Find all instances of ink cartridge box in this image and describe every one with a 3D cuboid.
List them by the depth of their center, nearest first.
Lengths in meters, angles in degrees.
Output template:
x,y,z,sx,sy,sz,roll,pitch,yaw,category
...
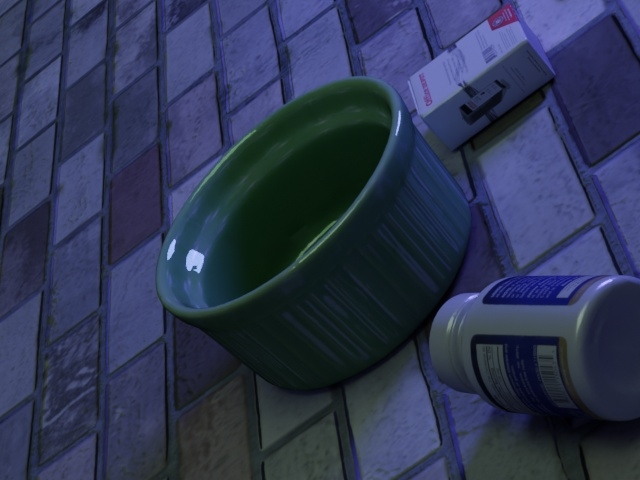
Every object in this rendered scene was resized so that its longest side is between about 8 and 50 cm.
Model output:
x,y,z,sx,sy,sz,roll,pitch,yaw,category
0.165,-0.168,1.877,0.135,0.056,0.099,-36,28,15,ink cartridge box

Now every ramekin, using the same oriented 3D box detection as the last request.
x,y,z,sx,sy,sz,roll,pitch,yaw,category
0.000,0.000,1.762,0.303,0.148,0.303,-33,29,21,ramekin

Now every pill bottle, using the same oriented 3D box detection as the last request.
x,y,z,sx,sy,sz,roll,pitch,yaw,category
0.177,0.083,1.441,0.187,0.112,0.112,-1,49,53,pill bottle
